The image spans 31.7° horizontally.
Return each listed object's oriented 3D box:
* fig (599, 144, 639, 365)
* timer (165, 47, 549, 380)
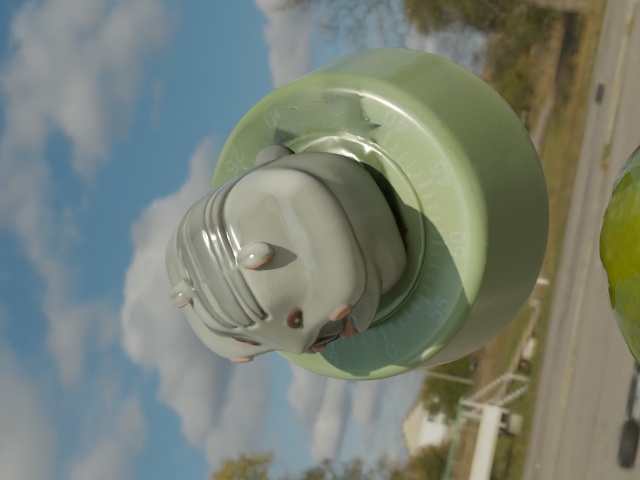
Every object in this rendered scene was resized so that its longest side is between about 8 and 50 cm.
[{"bbox_3d":[0.297,-0.010,0.671,0.314,0.233,0.233,103,-178,-64],"label":"fig"},{"bbox_3d":[0.000,0.000,0.893,0.315,0.291,0.290,-23,-56,-61],"label":"timer"}]
